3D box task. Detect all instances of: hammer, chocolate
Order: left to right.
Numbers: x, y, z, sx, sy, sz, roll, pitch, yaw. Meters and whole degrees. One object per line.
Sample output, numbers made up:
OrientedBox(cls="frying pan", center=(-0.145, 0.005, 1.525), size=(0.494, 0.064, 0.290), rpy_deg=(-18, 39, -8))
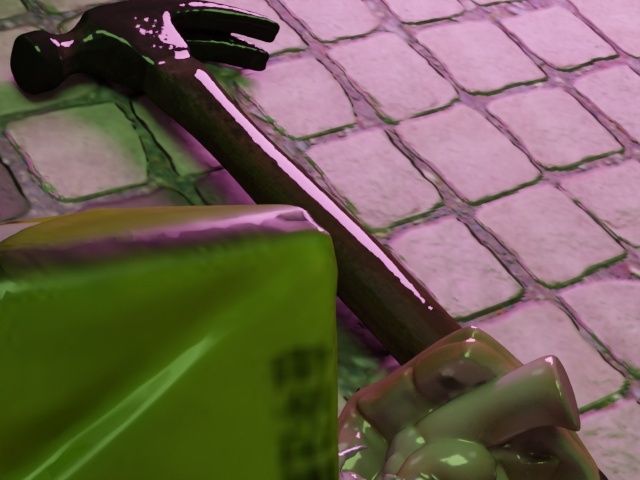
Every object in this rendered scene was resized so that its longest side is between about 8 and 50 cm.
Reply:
OrientedBox(cls="chocolate", center=(-0.143, 0.143, 0.484), size=(0.289, 0.300, 0.137), rpy_deg=(-10, 18, -30))
OrientedBox(cls="hammer", center=(0.000, 0.000, 0.887), size=(0.168, 0.044, 0.440), rpy_deg=(-21, 56, -36))

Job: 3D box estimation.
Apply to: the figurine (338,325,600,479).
OrientedBox(cls="figurine", center=(0.037, 0.153, 0.654), size=(0.162, 0.141, 0.236), rpy_deg=(54, 38, -16))
